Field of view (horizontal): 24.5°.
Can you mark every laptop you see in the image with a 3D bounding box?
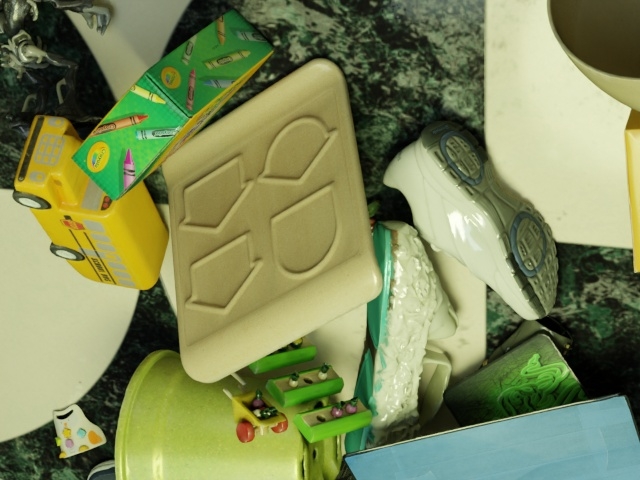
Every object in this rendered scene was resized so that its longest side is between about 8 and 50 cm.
[{"bbox_3d":[0.276,0.440,1.982,0.382,0.236,0.407,-14,83,12],"label":"laptop"}]

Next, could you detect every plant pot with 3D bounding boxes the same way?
[{"bbox_3d":[0.419,-0.243,1.649,0.284,0.284,0.191,-11,146,24],"label":"plant pot"},{"bbox_3d":[-0.115,0.296,2.078,0.254,0.276,0.276,0,116,21],"label":"plant pot"}]

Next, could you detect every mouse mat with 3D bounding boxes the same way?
[{"bbox_3d":[0.271,0.227,1.987,0.190,0.007,0.152,-36,86,29],"label":"mouse mat"}]

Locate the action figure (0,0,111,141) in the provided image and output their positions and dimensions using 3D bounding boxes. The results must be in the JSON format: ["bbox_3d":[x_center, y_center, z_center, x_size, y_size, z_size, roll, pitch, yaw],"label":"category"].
[{"bbox_3d":[-0.375,-0.270,1.974,0.164,0.141,0.275,-20,81,35],"label":"action figure"}]

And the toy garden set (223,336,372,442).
[{"bbox_3d":[-0.070,0.170,1.984,0.244,0.204,0.049,47,129,32],"label":"toy garden set"}]

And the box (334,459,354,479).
[{"bbox_3d":[0.055,0.497,2.096,0.079,0.322,0.257,-20,108,25],"label":"box"}]

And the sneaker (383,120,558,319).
[{"bbox_3d":[0.201,-0.018,1.926,0.129,0.111,0.297,-29,100,45],"label":"sneaker"}]

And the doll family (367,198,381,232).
[{"bbox_3d":[0.000,0.000,2.013,0.193,0.076,0.111,-31,107,35],"label":"doll family"}]

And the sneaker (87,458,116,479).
[{"bbox_3d":[-0.252,0.437,2.273,0.282,0.153,0.099,18,120,11],"label":"sneaker"}]

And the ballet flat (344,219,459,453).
[{"bbox_3d":[0.118,0.143,2.026,0.147,0.147,0.408,15,123,12],"label":"ballet flat"}]

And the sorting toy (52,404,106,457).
[{"bbox_3d":[-0.393,0.299,2.328,0.083,0.045,0.075,-22,88,27],"label":"sorting toy"}]

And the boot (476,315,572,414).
[{"bbox_3d":[0.327,0.190,1.992,0.198,0.077,0.137,33,117,0],"label":"boot"}]

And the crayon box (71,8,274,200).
[{"bbox_3d":[-0.182,-0.176,1.863,0.081,0.278,0.165,44,122,-3],"label":"crayon box"}]

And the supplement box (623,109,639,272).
[{"bbox_3d":[0.474,-0.073,1.768,0.194,0.129,0.191,-1,116,20],"label":"supplement box"}]

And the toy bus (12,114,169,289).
[{"bbox_3d":[-0.301,-0.044,1.963,0.130,0.108,0.332,11,159,10],"label":"toy bus"}]

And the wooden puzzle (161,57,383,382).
[{"bbox_3d":[-0.061,-0.021,1.932,0.322,0.347,0.080,-30,146,30],"label":"wooden puzzle"}]
